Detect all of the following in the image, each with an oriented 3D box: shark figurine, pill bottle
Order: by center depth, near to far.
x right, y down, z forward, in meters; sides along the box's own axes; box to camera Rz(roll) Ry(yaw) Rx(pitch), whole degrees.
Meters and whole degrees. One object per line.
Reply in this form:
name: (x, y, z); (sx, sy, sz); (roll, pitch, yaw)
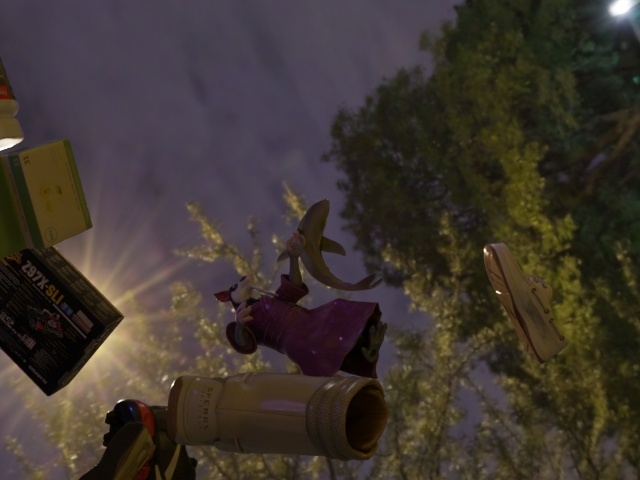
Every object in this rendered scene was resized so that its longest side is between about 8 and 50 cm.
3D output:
shark figurine: (-0.005, 0.024, 1.468); (0.278, 0.166, 0.116); (56, 176, 40)
pill bottle: (-0.818, -0.359, 1.723); (0.161, 0.161, 0.283); (-26, -82, -64)

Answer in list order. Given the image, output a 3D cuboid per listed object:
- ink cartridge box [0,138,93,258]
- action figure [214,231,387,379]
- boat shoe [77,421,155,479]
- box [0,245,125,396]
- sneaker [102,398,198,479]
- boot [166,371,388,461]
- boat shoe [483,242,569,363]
ink cartridge box: (-0.502, -0.064, 1.225); (0.235, 0.056, 0.171); (-39, -56, -59)
action figure: (-0.046, 0.170, 1.397); (0.248, 0.370, 0.275); (-40, -45, -35)
boat shoe: (-0.245, 0.283, 0.851); (0.048, 0.056, 0.153); (67, -151, -26)
box: (-0.627, 0.148, 1.607); (0.322, 0.257, 0.079); (44, -159, 3)
sneaker: (-0.241, 0.358, 1.025); (0.135, 0.098, 0.275); (6, -87, -41)
boot: (-0.022, 0.192, 0.806); (0.262, 0.204, 0.095); (40, -129, -66)
boat shoe: (0.421, 0.113, 1.473); (0.277, 0.096, 0.098); (62, 178, -15)
